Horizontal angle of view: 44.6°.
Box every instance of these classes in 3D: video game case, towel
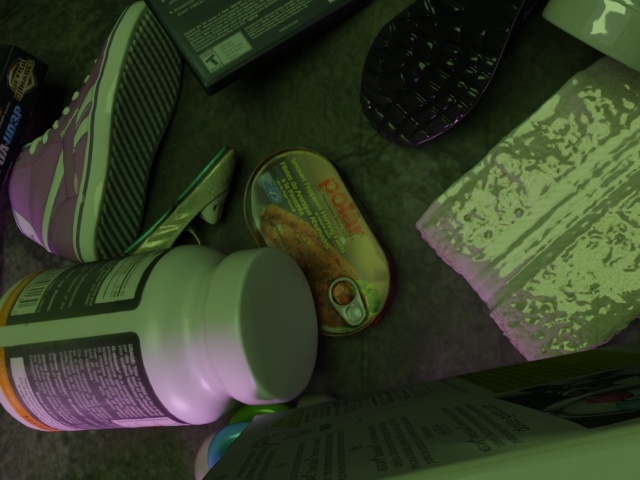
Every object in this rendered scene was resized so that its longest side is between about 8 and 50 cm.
[{"bbox_3d":[-0.097,-0.296,0.769,0.196,0.026,0.274,-32,73,-7],"label":"video game case"},{"bbox_3d":[0.238,-0.035,0.641,0.282,0.049,0.187,-42,72,14],"label":"towel"}]

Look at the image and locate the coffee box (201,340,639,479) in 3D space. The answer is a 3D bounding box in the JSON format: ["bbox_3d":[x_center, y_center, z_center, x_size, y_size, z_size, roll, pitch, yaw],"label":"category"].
[{"bbox_3d":[0.127,0.255,0.449,0.334,0.338,0.338,-11,85,0],"label":"coffee box"}]

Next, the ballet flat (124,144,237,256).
[{"bbox_3d":[-0.130,-0.025,0.794,0.052,0.057,0.168,43,108,-10],"label":"ballet flat"}]

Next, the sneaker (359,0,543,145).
[{"bbox_3d":[0.146,-0.198,0.669,0.107,0.124,0.283,46,128,14],"label":"sneaker"}]

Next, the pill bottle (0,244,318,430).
[{"bbox_3d":[-0.153,0.090,0.715,0.278,0.162,0.162,-9,83,27],"label":"pill bottle"}]

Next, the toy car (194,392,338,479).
[{"bbox_3d":[-0.040,0.229,0.685,0.159,0.136,0.182,-24,78,19],"label":"toy car"}]

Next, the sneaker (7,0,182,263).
[{"bbox_3d":[-0.252,-0.122,0.818,0.161,0.102,0.282,19,93,26],"label":"sneaker"}]

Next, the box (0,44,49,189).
[{"bbox_3d":[-0.412,-0.128,0.864,0.220,0.051,0.175,10,77,35],"label":"box"}]

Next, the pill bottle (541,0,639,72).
[{"bbox_3d":[0.259,-0.233,0.543,0.121,0.121,0.221,38,115,20],"label":"pill bottle"}]

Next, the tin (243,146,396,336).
[{"bbox_3d":[0.000,0.000,0.741,0.106,0.040,0.190,-34,75,21],"label":"tin"}]
